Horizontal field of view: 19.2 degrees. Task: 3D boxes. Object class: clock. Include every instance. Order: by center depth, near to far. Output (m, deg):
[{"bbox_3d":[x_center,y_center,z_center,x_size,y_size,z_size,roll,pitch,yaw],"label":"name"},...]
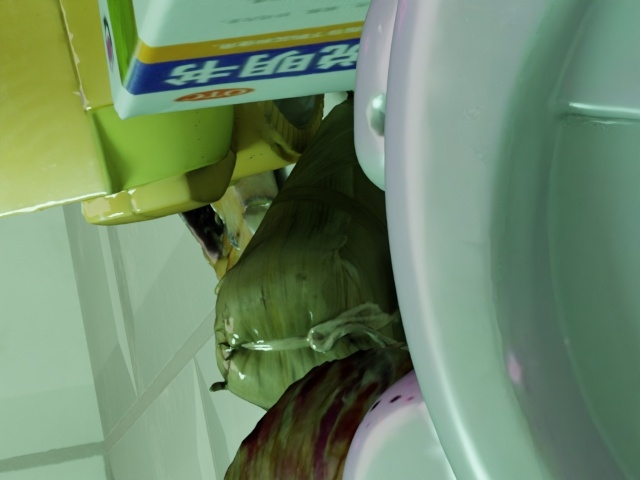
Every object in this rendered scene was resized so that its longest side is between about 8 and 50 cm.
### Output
[{"bbox_3d":[0.111,-0.013,0.338,0.090,0.227,0.248,-28,-59,-59],"label":"clock"},{"bbox_3d":[-0.107,-0.137,1.042,0.317,0.200,0.244,-26,-74,-72],"label":"clock"}]

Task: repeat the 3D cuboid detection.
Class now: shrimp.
[{"bbox_3d":[-0.078,-0.048,1.431,0.289,0.075,0.178,52,154,38],"label":"shrimp"}]

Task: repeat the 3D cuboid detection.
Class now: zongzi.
[{"bbox_3d":[0.000,0.000,0.986,0.194,0.099,0.197,37,-128,-77],"label":"zongzi"}]

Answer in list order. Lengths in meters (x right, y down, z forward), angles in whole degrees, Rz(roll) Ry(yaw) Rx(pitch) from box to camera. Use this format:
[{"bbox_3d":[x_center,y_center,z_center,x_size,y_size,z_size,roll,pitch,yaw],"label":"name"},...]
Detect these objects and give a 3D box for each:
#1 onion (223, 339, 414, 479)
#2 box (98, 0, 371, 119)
[{"bbox_3d":[0.051,0.150,0.736,0.246,0.190,0.246,4,95,60],"label":"onion"},{"bbox_3d":[0.044,-0.130,0.541,0.299,0.200,0.106,139,122,-75],"label":"box"}]
